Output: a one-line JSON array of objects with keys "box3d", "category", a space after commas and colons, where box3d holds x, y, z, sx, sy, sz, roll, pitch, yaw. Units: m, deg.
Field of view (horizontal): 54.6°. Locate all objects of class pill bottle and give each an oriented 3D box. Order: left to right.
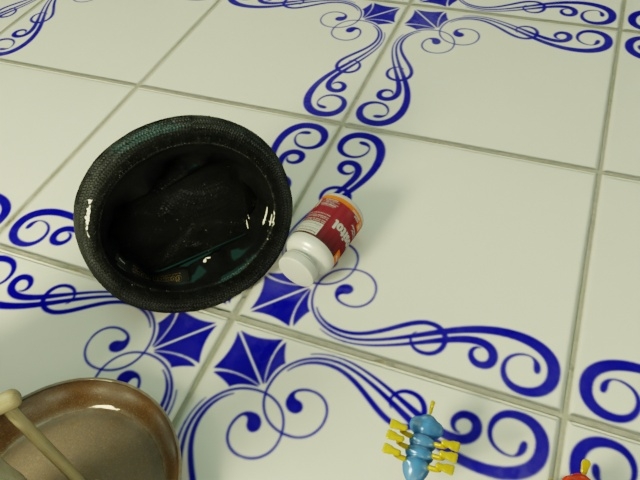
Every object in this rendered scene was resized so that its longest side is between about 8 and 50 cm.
[{"box3d": [0.000, 0.000, 1.011, 0.086, 0.086, 0.152, 22, 55, 23], "category": "pill bottle"}]

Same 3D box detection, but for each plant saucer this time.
[{"box3d": [-0.325, 0.322, 0.784, 0.310, 0.050, 0.311, -2, 49, 3], "category": "plant saucer"}]

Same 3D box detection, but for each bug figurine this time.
[{"box3d": [0.192, 0.322, 0.719, 0.278, 0.072, 0.216, 19, 59, 15], "category": "bug figurine"}]

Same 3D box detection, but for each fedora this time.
[{"box3d": [-0.219, -0.049, 0.999, 0.333, 0.334, 0.152, -23, 20, -14], "category": "fedora"}]

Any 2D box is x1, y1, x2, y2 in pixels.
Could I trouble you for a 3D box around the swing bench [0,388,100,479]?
[{"box3d": [-0.383, 0.298, 0.611, 0.254, 0.253, 0.165, -11, 48, -4], "category": "swing bench"}]
